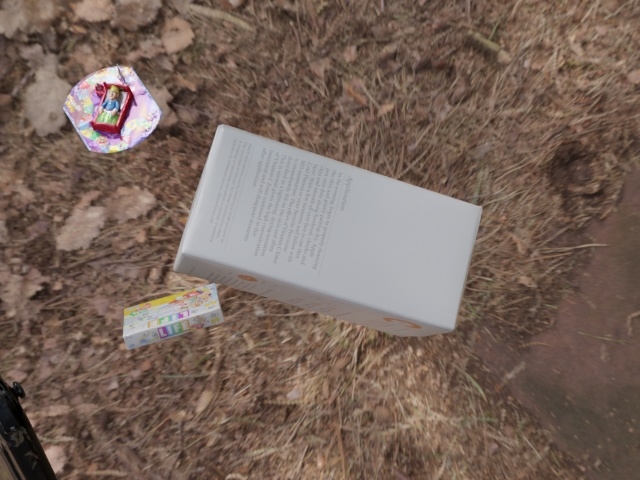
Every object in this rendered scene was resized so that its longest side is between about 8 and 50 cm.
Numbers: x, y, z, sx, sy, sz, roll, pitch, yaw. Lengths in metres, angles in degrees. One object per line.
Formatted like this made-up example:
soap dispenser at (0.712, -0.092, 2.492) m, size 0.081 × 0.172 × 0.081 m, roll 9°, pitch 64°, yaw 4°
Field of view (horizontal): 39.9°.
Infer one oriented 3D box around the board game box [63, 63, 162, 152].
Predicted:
board game box at (-0.344, -0.222, 1.433) m, size 0.133 × 0.033 × 0.169 m, roll -31°, pitch 66°, yaw -10°

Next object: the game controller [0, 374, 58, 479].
game controller at (-0.362, 0.244, 1.050) m, size 0.067 × 0.319 × 0.166 m, roll -25°, pitch 47°, yaw -21°

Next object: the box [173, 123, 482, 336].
box at (0.000, 0.000, 1.153) m, size 0.345 × 0.215 × 0.168 m, roll 17°, pitch 79°, yaw -10°

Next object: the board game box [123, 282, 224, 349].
board game box at (-0.234, 0.119, 1.397) m, size 0.154 × 0.103 × 0.026 m, roll -16°, pitch 112°, yaw -6°
